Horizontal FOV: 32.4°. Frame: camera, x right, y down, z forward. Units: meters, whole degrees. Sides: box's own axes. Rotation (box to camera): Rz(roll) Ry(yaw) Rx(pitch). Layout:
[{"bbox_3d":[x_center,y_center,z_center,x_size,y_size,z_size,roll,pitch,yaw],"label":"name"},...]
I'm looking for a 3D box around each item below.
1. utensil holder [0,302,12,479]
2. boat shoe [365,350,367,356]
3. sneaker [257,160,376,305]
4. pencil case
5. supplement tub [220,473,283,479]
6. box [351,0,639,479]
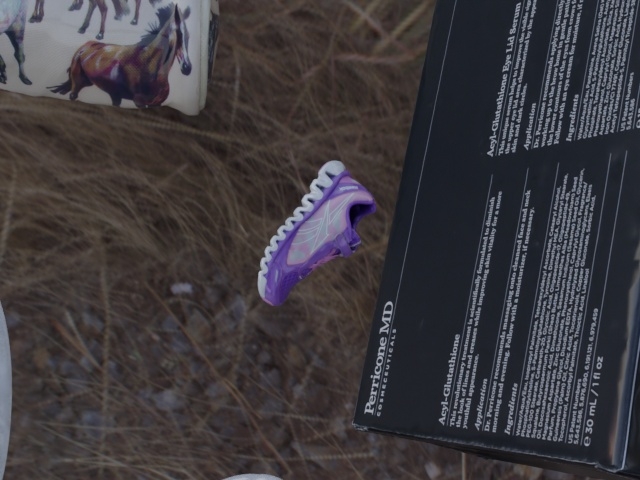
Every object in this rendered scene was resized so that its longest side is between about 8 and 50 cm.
[{"bbox_3d":[-0.574,0.176,1.182,0.385,0.327,0.328,7,67,-35],"label":"utensil holder"},{"bbox_3d":[0.150,0.044,0.806,0.089,0.104,0.285,39,120,-12],"label":"boat shoe"},{"bbox_3d":[0.000,0.000,1.607,0.104,0.095,0.236,30,78,16],"label":"sneaker"},{"bbox_3d":[-0.272,-0.204,0.892,0.410,0.183,0.160,7,71,-2],"label":"pencil case"},{"bbox_3d":[-0.043,0.213,0.714,0.071,0.071,0.107,-8,107,6],"label":"supplement tub"},{"bbox_3d":[0.125,-0.024,0.517,0.103,0.184,0.261,18,78,-31],"label":"box"}]
